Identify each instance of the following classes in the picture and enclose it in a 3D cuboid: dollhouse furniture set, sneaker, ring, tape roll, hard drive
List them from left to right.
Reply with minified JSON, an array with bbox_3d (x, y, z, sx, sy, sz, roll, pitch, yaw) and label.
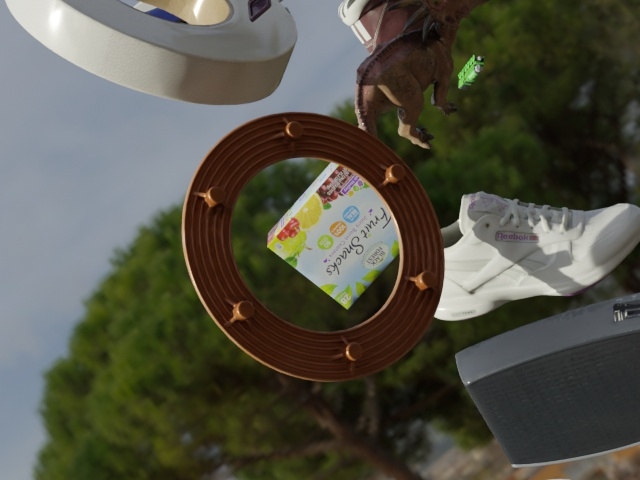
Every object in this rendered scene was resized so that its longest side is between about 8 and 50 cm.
[{"bbox_3d":[-0.220,-0.306,2.032,0.392,0.392,0.072,-25,-36,-56],"label":"tape roll"},{"bbox_3d":[-0.078,-0.356,1.937,0.114,0.081,0.091,-36,38,26],"label":"dollhouse furniture set"},{"bbox_3d":[0.000,0.000,1.813,0.336,0.336,0.032,-34,-2,-29],"label":"ring"},{"bbox_3d":[0.179,-0.360,2.386,0.281,0.162,0.106,-30,6,-8],"label":"sneaker"},{"bbox_3d":[0.255,0.001,1.928,0.305,0.152,0.114,-18,22,15],"label":"sneaker"},{"bbox_3d":[0.288,0.156,1.650,0.255,0.172,0.054,-19,26,24],"label":"hard drive"}]

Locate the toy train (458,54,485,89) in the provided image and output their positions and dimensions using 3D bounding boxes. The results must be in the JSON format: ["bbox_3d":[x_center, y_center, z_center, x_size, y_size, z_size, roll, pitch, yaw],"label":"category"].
[{"bbox_3d":[0.186,-0.207,1.904,0.017,0.023,0.083,7,-13,-8],"label":"toy train"}]

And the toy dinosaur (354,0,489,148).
[{"bbox_3d":[0.111,-0.240,2.084,0.295,0.127,0.200,-52,-28,-25],"label":"toy dinosaur"}]

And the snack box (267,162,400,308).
[{"bbox_3d":[0.045,-0.022,2.482,0.207,0.174,0.070,-47,14,15],"label":"snack box"}]

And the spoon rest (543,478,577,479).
[{"bbox_3d":[0.199,0.298,1.625,0.276,0.084,0.137,-7,-21,28],"label":"spoon rest"}]

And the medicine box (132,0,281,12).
[{"bbox_3d":[-0.182,-0.443,2.776,0.289,0.149,0.263,-34,10,14],"label":"medicine box"}]

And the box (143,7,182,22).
[{"bbox_3d":[-0.308,-0.345,2.520,0.225,0.036,0.136,-18,4,3],"label":"box"}]
